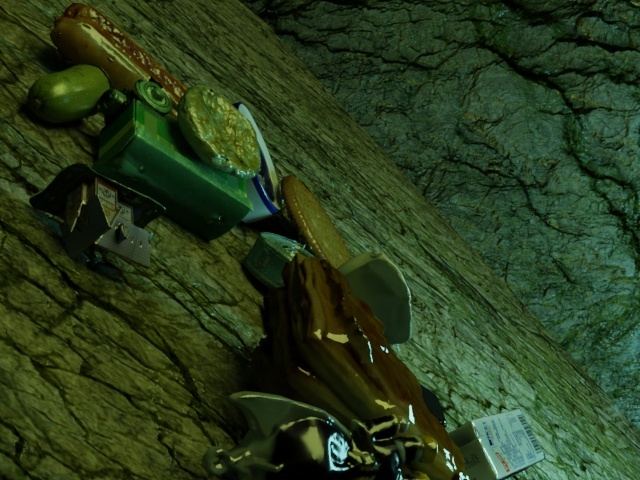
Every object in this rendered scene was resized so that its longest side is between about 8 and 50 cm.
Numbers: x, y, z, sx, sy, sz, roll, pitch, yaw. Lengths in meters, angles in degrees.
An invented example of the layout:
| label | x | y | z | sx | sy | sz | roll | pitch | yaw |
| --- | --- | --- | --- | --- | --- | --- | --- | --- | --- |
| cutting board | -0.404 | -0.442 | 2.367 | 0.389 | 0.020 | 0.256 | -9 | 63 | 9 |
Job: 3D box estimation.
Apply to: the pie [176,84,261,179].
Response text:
| label | x | y | z | sx | sy | sz | roll | pitch | yaw |
| --- | --- | --- | --- | --- | --- | --- | --- | --- | --- |
| pie | -0.171 | -0.182 | 1.758 | 0.187 | 0.041 | 0.187 | 39 | 31 | -29 |

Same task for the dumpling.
| label | x | y | z | sx | sy | sz | roll | pitch | yaw |
| --- | --- | --- | --- | --- | --- | --- | --- | --- | --- |
| dumpling | 0.092 | 0.114 | 1.833 | 0.131 | 0.252 | 0.179 | -35 | 87 | -41 |

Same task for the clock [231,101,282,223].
| label | x | y | z | sx | sy | sz | roll | pitch | yaw |
| --- | --- | --- | --- | --- | --- | --- | --- | --- | --- |
| clock | -0.150 | -0.149 | 2.002 | 0.230 | 0.083 | 0.230 | -18 | 90 | -84 |

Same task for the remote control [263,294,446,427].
| label | x | y | z | sx | sy | sz | roll | pitch | yaw |
| --- | --- | --- | --- | --- | --- | --- | --- | --- | --- |
| remote control | 0.068 | 0.214 | 1.777 | 0.399 | 0.062 | 0.144 | 37 | 16 | -23 |

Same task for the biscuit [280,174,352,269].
| label | x | y | z | sx | sy | sz | roll | pitch | yaw |
| --- | --- | --- | --- | --- | --- | --- | --- | --- | --- |
| biscuit | 0.000 | 0.000 | 2.106 | 0.305 | 0.038 | 0.305 | 56 | 11 | -17 |

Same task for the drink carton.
| label | x | y | z | sx | sy | sz | roll | pitch | yaw |
| --- | --- | --- | --- | --- | --- | --- | --- | --- | --- |
| drink carton | 0.268 | 0.363 | 1.733 | 0.107 | 0.130 | 0.315 | 63 | 20 | 16 |

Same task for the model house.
| label | x | y | z | sx | sy | sz | roll | pitch | yaw |
| --- | --- | --- | --- | --- | --- | --- | --- | --- | --- |
| model house | -0.300 | -0.016 | 1.405 | 0.167 | 0.117 | 0.088 | 32 | 35 | -41 |

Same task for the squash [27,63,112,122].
| label | x | y | z | sx | sy | sz | roll | pitch | yaw |
| --- | --- | --- | --- | --- | --- | --- | --- | --- | --- |
| squash | -0.418 | -0.237 | 1.700 | 0.095 | 0.095 | 0.188 | 42 | 18 | -5 |

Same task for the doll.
| label | x | y | z | sx | sy | sz | roll | pitch | yaw |
| --- | --- | --- | --- | --- | --- | --- | --- | --- | --- |
| doll | 0.004 | 0.259 | 1.218 | 0.316 | 0.145 | 0.103 | 10 | 23 | -30 |

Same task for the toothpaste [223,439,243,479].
| label | x | y | z | sx | sy | sz | roll | pitch | yaw |
| --- | --- | --- | --- | --- | --- | --- | --- | --- | --- |
| toothpaste | -0.046 | 0.306 | 1.276 | 0.164 | 0.046 | 0.034 | 38 | 20 | -22 |

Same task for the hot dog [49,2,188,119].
| label | x | y | z | sx | sy | sz | roll | pitch | yaw |
| --- | --- | --- | --- | --- | --- | --- | --- | --- | --- |
| hot dog | -0.367 | -0.299 | 1.942 | 0.349 | 0.117 | 0.158 | 40 | 19 | -21 |

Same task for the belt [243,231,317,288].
| label | x | y | z | sx | sy | sz | roll | pitch | yaw |
| --- | --- | --- | --- | --- | --- | --- | --- | --- | --- |
| belt | -0.063 | 0.049 | 1.848 | 0.163 | 0.082 | 0.147 | 21 | 16 | -47 |

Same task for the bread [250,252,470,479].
| label | x | y | z | sx | sy | sz | roll | pitch | yaw |
| --- | --- | --- | --- | --- | --- | --- | --- | --- | --- |
| bread | 0.042 | 0.227 | 1.455 | 0.370 | 0.191 | 0.314 | 51 | 6 | -20 |

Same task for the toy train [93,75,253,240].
| label | x | y | z | sx | sy | sz | roll | pitch | yaw |
| --- | --- | --- | --- | --- | --- | --- | --- | --- | --- |
| toy train | -0.250 | -0.140 | 1.762 | 0.301 | 0.120 | 0.202 | 33 | 32 | -35 |
